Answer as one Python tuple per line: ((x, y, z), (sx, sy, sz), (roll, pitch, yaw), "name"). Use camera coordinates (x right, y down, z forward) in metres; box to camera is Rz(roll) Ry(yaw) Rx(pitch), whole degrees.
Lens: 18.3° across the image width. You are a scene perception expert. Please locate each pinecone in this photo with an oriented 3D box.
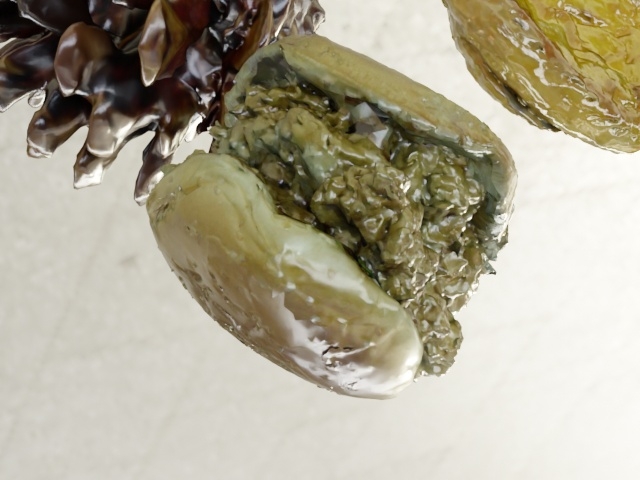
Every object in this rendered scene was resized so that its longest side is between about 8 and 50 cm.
((-0.117, -0.140, 1.284), (0.264, 0.264, 0.264), (-23, 153, -13), "pinecone")

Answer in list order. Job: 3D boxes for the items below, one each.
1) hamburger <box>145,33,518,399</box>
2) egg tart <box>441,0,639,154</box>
((0.000, 0.000, 0.900), (0.131, 0.159, 0.185), (-60, 170, -18), "hamburger")
((0.224, -0.209, 1.826), (0.341, 0.341, 0.129), (-6, 155, -38), "egg tart")
